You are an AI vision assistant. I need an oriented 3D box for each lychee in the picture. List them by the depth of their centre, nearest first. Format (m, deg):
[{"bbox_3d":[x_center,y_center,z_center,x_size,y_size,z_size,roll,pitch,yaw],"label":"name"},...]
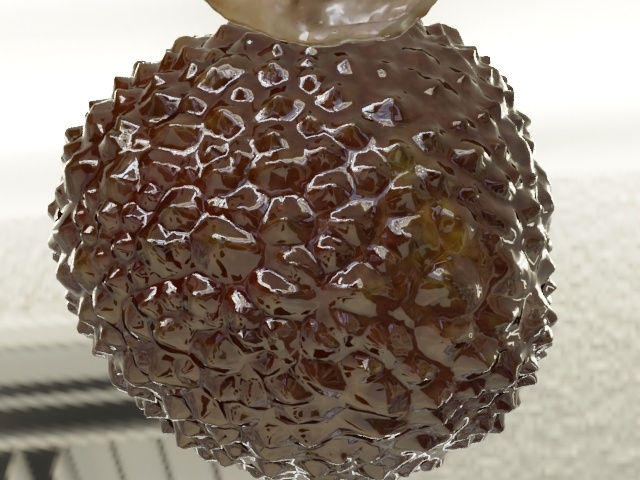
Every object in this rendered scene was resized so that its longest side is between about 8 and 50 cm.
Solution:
[{"bbox_3d":[0.000,0.000,1.082,0.304,0.276,0.276,5,-45,-30],"label":"lychee"}]

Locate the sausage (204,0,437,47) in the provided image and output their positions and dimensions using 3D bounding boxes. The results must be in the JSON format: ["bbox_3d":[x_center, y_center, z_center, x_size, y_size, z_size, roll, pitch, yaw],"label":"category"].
[{"bbox_3d":[-0.008,-0.136,0.581,0.102,0.302,0.076,-19,-63,10],"label":"sausage"}]
